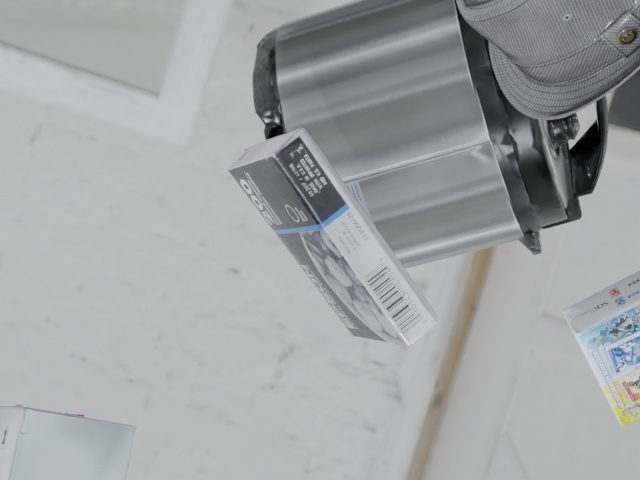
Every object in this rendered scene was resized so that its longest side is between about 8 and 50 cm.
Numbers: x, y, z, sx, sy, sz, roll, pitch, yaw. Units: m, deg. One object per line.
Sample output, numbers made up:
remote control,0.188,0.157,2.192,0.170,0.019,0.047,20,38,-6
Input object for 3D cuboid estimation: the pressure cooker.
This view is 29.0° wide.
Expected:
pressure cooker,0.160,-0.154,1.617,0.420,0.376,0.370,-15,161,14

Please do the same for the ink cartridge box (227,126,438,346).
ink cartridge box,0.000,0.000,1.131,0.206,0.045,0.208,54,166,-10

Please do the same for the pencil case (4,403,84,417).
pencil case,-0.319,0.236,1.384,0.104,0.104,0.236,18,167,-29

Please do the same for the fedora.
fedora,0.222,-0.257,1.164,0.124,0.244,0.275,18,140,-37

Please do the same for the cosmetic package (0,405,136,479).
cosmetic package,-0.277,0.279,1.008,0.097,0.284,0.377,13,168,-26

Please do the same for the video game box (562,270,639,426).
video game box,0.388,0.105,1.388,0.205,0.187,0.048,55,-173,-44
